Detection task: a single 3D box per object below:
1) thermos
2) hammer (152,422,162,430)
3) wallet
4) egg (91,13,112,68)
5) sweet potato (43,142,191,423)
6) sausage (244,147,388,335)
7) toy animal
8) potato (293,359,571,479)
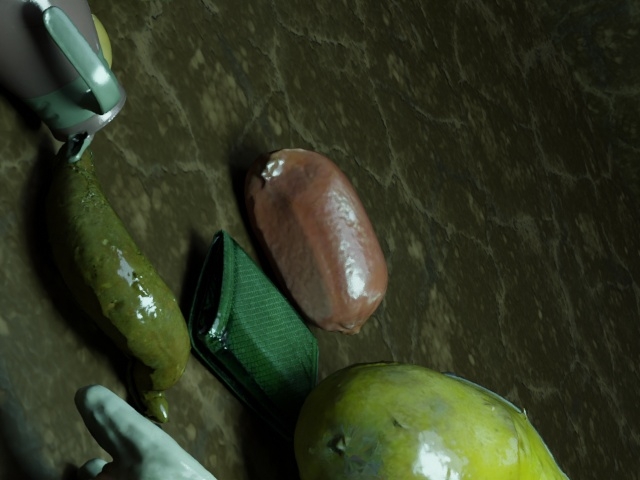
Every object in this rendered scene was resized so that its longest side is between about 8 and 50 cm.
[{"bbox_3d":[-0.285,-0.214,1.491,0.146,0.176,0.265,-42,125,-15],"label":"thermos"},{"bbox_3d":[-0.147,0.286,1.581,0.078,0.021,0.201,-25,96,-64],"label":"hammer"},{"bbox_3d":[-0.074,0.117,1.797,0.236,0.055,0.160,53,35,-41],"label":"wallet"},{"bbox_3d":[-0.258,-0.202,1.631,0.083,0.071,0.071,70,25,-16],"label":"egg"},{"bbox_3d":[-0.207,0.043,1.540,0.124,0.098,0.310,-152,-143,-84],"label":"sweet potato"},{"bbox_3d":[0.000,0.000,1.918,0.148,0.148,0.254,-18,89,-64],"label":"sausage"},{"bbox_3d":[-0.158,0.330,1.404,0.188,0.266,0.308,-58,168,-41],"label":"toy animal"},{"bbox_3d":[0.123,0.319,1.750,0.397,0.290,0.296,63,17,16],"label":"potato"}]
